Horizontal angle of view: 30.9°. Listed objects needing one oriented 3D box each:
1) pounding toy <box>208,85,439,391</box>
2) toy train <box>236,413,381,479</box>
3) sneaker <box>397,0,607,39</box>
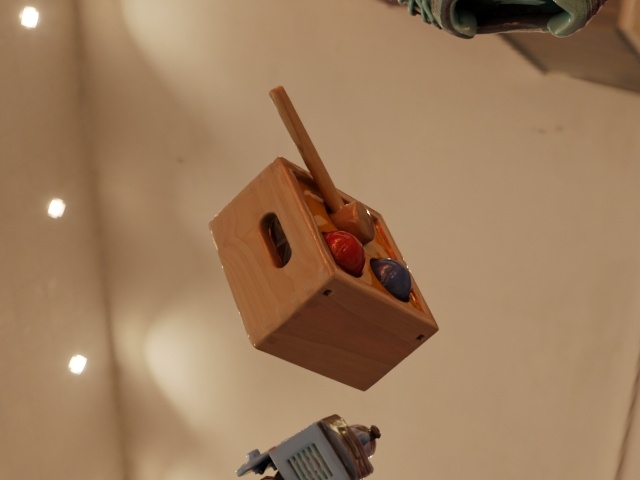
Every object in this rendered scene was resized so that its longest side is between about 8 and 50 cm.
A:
[{"bbox_3d":[0.000,0.000,0.754,0.100,0.141,0.130,-42,-43,20],"label":"pounding toy"},{"bbox_3d":[-0.002,0.205,1.050,0.105,0.080,0.184,-32,-12,12],"label":"toy train"},{"bbox_3d":[0.107,-0.232,0.970,0.122,0.283,0.110,-60,-32,-35],"label":"sneaker"}]
